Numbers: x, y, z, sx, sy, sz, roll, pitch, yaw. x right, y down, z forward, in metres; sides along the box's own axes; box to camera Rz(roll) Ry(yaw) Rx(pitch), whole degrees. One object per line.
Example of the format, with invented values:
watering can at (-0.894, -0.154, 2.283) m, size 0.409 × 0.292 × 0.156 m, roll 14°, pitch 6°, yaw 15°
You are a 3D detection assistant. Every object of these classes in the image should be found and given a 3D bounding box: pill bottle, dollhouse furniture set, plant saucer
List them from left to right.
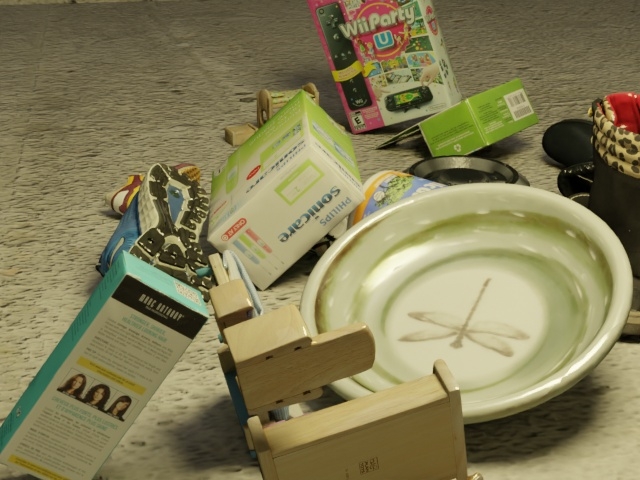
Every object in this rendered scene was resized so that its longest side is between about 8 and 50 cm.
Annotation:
dollhouse furniture set at (-0.071, -0.233, 2.206) m, size 0.182 × 0.101 × 0.161 m, roll -12°, pitch 27°, yaw -27°
dollhouse furniture set at (-0.005, 0.095, 1.173) m, size 0.198 × 0.286 × 0.303 m, roll -17°, pitch 40°, yaw -9°
pill bottle at (0.004, -0.032, 1.819) m, size 0.043 × 0.043 × 0.083 m, roll -16°, pitch 28°, yaw -33°
pill bottle at (0.183, 0.001, 1.612) m, size 0.272 × 0.152 × 0.152 m, roll 19°, pitch 29°, yaw 37°
plant saucer at (0.177, 0.089, 1.390) m, size 0.401 × 0.100 × 0.400 m, roll -10°, pitch 40°, yaw 9°

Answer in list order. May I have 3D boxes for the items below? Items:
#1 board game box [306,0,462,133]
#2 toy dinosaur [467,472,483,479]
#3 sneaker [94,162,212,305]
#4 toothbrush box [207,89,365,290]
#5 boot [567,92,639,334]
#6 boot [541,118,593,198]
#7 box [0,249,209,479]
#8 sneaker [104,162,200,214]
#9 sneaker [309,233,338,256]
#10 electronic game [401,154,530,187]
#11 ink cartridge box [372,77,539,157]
board game box at (0.124, -0.385, 2.238) m, size 0.224 × 0.303 × 0.097 m, roll -13°, pitch 15°, yaw 27°
toy dinosaur at (0.119, 0.287, 1.091) m, size 0.112 × 0.064 × 0.211 m, roll -5°, pitch 7°, yaw 36°
sneaker at (-0.232, 0.045, 1.563) m, size 0.130 × 0.147 × 0.330 m, roll 28°, pitch 34°, yaw -20°
toothbrush box at (-0.056, -0.083, 1.715) m, size 0.206 × 0.122 × 0.283 m, roll -41°, pitch 21°, yaw 14°
boot at (0.421, -0.068, 1.605) m, size 0.138 × 0.284 × 0.377 m, roll 2°, pitch 25°, yaw 4°
boot at (0.464, -0.135, 1.999) m, size 0.247 × 0.094 × 0.207 m, roll 24°, pitch 28°, yaw 31°
box at (-0.225, 0.138, 1.164) m, size 0.101 × 0.244 × 0.060 m, roll 32°, pitch 12°, yaw -25°
sneaker at (-0.280, -0.093, 1.923) m, size 0.084 × 0.069 × 0.185 m, roll 20°, pitch 29°, yaw 27°
sneaker at (0.000, 0.000, 1.748) m, size 0.109 × 0.043 × 0.040 m, roll 10°, pitch 23°, yaw 17°
electronic game at (0.245, -0.095, 1.963) m, size 0.229 × 0.048 × 0.229 m, roll 1°, pitch 25°, yaw 0°
ink cartridge box at (0.257, -0.202, 2.174) m, size 0.189 × 0.097 × 0.255 m, roll -25°, pitch 0°, yaw -44°
